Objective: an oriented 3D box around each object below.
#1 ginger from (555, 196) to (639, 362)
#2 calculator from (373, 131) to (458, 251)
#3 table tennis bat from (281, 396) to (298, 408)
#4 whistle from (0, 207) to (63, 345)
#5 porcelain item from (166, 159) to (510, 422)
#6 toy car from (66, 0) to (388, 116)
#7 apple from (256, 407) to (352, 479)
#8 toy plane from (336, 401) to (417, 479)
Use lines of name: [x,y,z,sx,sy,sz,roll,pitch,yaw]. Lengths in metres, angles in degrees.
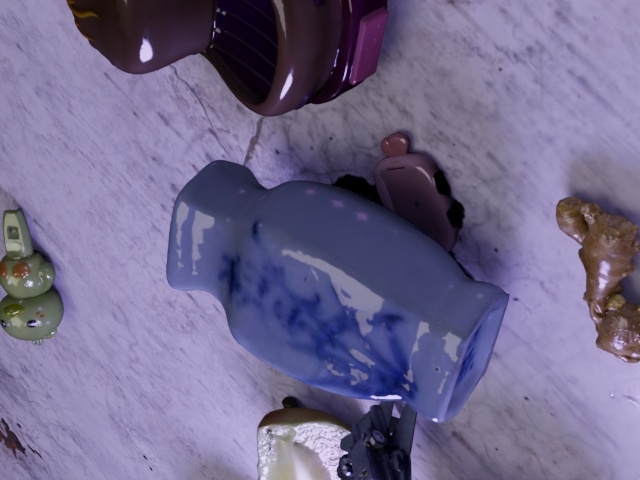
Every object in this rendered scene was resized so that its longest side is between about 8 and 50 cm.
ginger: [0.319,0.055,0.977,0.193,0.053,0.176,31,132,24]
calculator: [0.114,-0.054,1.122,0.103,0.024,0.165,-4,117,47]
table tennis bat: [-0.026,0.367,1.601,0.131,0.022,0.234,14,130,39]
whistle: [-0.612,0.090,1.884,0.141,0.141,0.294,17,130,37]
porcelain item: [0.014,0.054,1.129,0.405,0.178,0.242,25,123,22]
toy car: [-0.112,-0.269,1.010,0.341,0.240,0.271,36,141,24]
apple: [-0.003,0.374,1.499,0.193,0.120,0.264,2,117,6]
toy plane: [0.085,0.342,1.276,0.088,0.267,0.212,26,120,-21]
